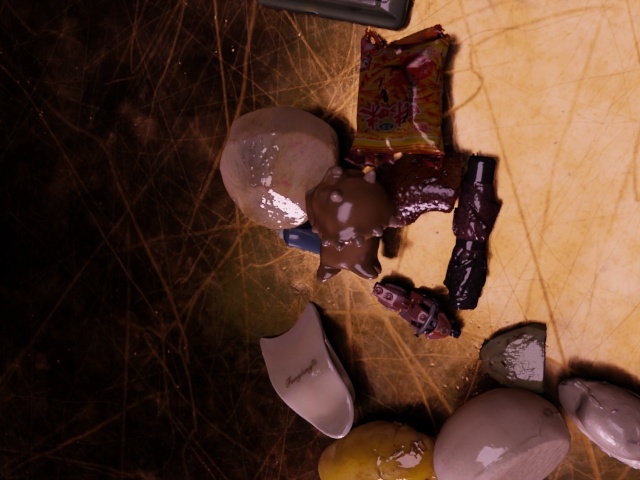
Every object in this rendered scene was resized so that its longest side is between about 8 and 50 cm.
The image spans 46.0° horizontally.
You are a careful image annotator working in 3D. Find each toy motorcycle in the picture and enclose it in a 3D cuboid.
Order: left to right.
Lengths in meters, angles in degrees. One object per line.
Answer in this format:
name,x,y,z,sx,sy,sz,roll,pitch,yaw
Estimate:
toy motorcycle,0.202,0.148,1.599,0.212,0.118,0.084,30,98,12

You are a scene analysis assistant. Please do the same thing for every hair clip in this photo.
hair clip,-0.018,0.308,1.704,0.172,0.113,0.282,-37,86,20

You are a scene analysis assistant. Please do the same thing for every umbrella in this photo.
umbrella,0.312,-0.017,1.546,0.090,0.094,0.326,15,105,34

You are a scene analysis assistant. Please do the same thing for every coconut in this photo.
coconut,-0.083,-0.163,1.592,0.259,0.259,0.260,3,101,18

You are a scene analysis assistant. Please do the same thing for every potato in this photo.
potato,0.136,0.487,1.671,0.300,0.140,0.173,-22,94,28

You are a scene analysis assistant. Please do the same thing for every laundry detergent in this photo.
laundry detergent,0.000,0.001,1.651,0.206,0.096,0.061,14,113,15

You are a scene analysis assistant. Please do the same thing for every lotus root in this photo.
lotus root,0.405,0.253,1.574,0.144,0.070,0.143,-7,97,20

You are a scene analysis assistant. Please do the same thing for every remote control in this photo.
remote control,0.020,-0.528,1.567,0.335,0.065,0.128,15,106,16

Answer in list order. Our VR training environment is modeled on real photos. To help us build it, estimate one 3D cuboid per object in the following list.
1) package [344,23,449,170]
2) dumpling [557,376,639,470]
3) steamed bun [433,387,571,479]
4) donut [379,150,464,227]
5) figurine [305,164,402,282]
package,0.165,-0.287,1.523,0.223,0.108,0.288,8,97,38
dumpling,0.584,0.369,1.512,0.247,0.142,0.173,39,141,23
steamed bun,0.352,0.405,1.528,0.283,0.283,0.177,-49,50,20
donut,0.194,-0.104,1.538,0.186,0.126,0.144,3,134,10
figurine,0.069,-0.025,1.468,0.177,0.173,0.247,-8,105,-25
